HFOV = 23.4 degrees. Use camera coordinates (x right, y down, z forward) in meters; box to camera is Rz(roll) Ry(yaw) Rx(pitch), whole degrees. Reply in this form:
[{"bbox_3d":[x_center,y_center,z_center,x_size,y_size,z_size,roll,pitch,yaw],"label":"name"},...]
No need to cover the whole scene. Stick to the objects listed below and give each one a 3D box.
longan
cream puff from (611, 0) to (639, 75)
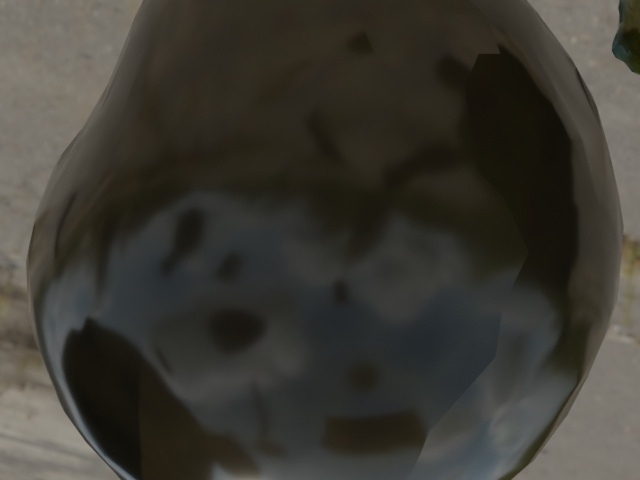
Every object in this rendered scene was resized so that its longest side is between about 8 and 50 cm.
[{"bbox_3d":[0.000,0.000,0.977,0.405,0.404,0.336,8,-171,19],"label":"longan"},{"bbox_3d":[0.346,-0.112,0.801,0.378,0.275,0.378,27,146,20],"label":"cream puff"}]
